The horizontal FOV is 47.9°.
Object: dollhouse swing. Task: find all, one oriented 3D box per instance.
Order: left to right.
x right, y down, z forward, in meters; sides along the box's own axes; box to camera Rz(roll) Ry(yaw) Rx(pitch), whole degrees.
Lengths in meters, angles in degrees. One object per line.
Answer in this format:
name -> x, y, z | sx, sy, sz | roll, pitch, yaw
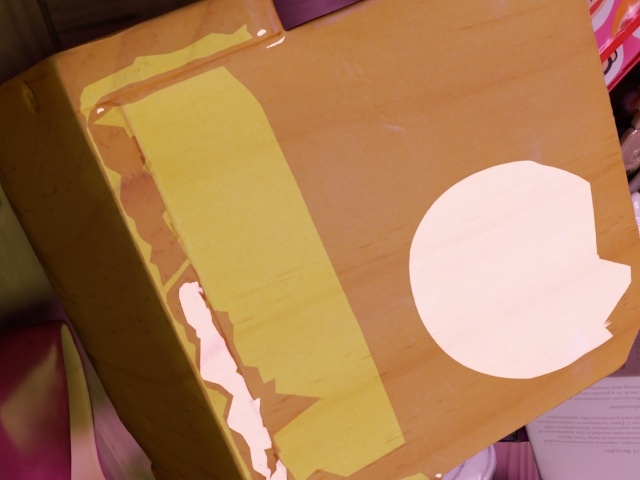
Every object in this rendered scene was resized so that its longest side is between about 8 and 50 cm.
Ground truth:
dollhouse swing -> -0.004, -0.002, 0.520 | 0.304, 0.315, 0.347 | -32, 110, -29

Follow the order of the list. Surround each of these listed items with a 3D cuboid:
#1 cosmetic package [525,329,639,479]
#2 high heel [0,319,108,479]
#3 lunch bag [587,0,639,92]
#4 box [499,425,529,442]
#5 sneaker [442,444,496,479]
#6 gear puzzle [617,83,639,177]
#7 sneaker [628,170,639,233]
cosmetic package -> 0.317, 0.168, 0.818 | 0.151, 0.151, 0.184 | -6, 123, 27
high heel -> -0.190, 0.235, 0.652 | 0.181, 0.127, 0.377 | -33, 125, 7
lunch bag -> 0.226, -0.237, 0.609 | 0.293, 0.120, 0.258 | -46, 133, 3
box -> 0.171, 0.170, 0.825 | 0.162, 0.116, 0.029 | 13, 153, -33
sneaker -> 0.027, 0.253, 0.775 | 0.365, 0.137, 0.210 | -20, 128, -12
gear puzzle -> 0.381, -0.196, 0.694 | 0.175, 0.044, 0.339 | -15, 145, -29
sneaker -> 0.409, -0.033, 0.804 | 0.297, 0.111, 0.129 | -21, 125, -32
